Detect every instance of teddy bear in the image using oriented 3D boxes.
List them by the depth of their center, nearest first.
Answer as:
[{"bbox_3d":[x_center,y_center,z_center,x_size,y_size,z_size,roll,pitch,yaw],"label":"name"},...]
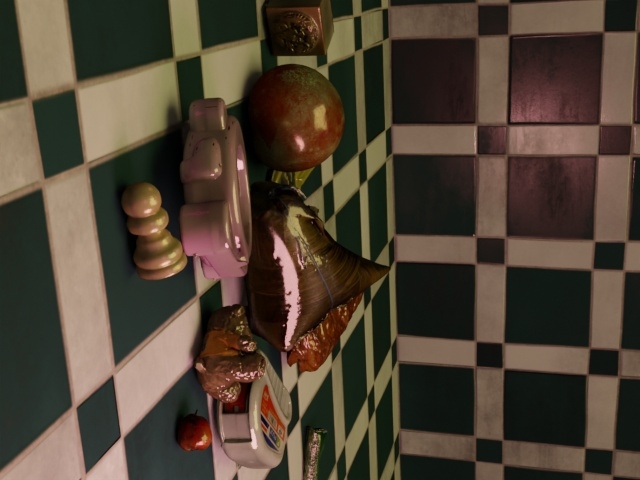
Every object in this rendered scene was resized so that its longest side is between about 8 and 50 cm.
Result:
[{"bbox_3d":[-0.203,0.234,1.874,0.177,0.140,0.190,-44,-146,46],"label":"teddy bear"}]

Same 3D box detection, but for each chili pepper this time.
[{"bbox_3d":[-0.029,0.688,2.667,0.088,0.059,0.227,34,63,-66],"label":"chili pepper"}]

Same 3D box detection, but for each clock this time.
[{"bbox_3d":[-0.207,-0.099,1.741,0.295,0.113,0.323,79,7,-75],"label":"clock"}]

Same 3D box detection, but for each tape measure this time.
[{"bbox_3d":[-0.163,0.397,2.020,0.243,0.125,0.246,63,29,-47],"label":"tape measure"}]

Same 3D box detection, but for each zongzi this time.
[{"bbox_3d":[0.000,0.000,2.077,0.432,0.207,0.404,-26,124,-31],"label":"zongzi"}]

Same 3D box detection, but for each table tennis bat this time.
[{"bbox_3d":[-0.077,-0.148,2.388,0.369,0.054,0.224,-63,154,-49],"label":"table tennis bat"}]

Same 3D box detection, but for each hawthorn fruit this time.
[{"bbox_3d":[-0.259,0.395,1.779,0.077,0.077,0.077,2,90,-74],"label":"hawthorn fruit"}]

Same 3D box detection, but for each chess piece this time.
[{"bbox_3d":[-0.306,-0.021,1.541,0.094,0.094,0.171,-64,144,-55],"label":"chess piece"}]

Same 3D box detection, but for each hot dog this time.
[{"bbox_3d":[-0.012,0.205,2.458,0.387,0.174,0.267,-53,141,-49],"label":"hot dog"}]

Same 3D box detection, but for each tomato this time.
[{"bbox_3d":[-0.052,-0.303,2.148,0.270,0.222,0.271,0,90,-77],"label":"tomato"}]

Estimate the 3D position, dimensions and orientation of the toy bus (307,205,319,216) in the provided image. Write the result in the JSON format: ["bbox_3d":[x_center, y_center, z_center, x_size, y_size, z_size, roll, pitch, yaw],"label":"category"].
[{"bbox_3d":[-0.041,-0.011,2.270,0.182,0.091,0.103,-100,-174,-52],"label":"toy bus"}]

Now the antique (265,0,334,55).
[{"bbox_3d":[-0.055,-0.561,2.231,0.148,0.151,0.147,-76,162,-45],"label":"antique"}]
